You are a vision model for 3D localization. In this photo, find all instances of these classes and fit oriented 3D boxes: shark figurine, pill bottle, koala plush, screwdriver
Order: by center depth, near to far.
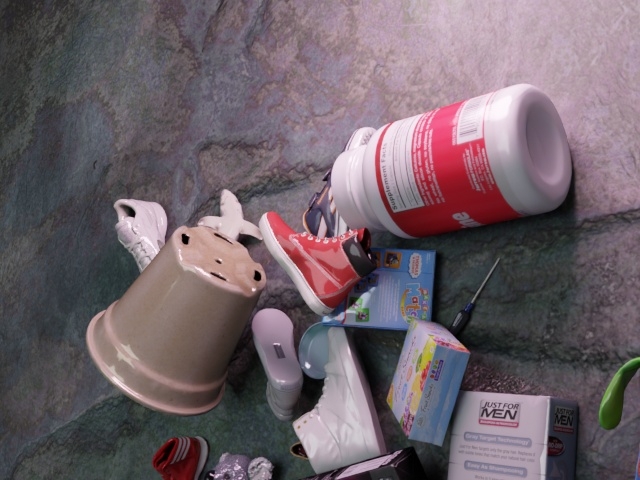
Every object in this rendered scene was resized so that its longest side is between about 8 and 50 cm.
[{"bbox_3d":[0.228,-0.128,1.707,0.408,0.229,0.229,-12,70,39],"label":"pill bottle"},{"bbox_3d":[0.289,0.106,1.726,0.170,0.024,0.025,-57,19,10],"label":"screwdriver"},{"bbox_3d":[-0.194,0.549,1.943,0.196,0.203,0.221,-17,45,50],"label":"koala plush"},{"bbox_3d":[-0.251,0.019,2.155,0.166,0.278,0.116,36,145,13],"label":"shark figurine"}]

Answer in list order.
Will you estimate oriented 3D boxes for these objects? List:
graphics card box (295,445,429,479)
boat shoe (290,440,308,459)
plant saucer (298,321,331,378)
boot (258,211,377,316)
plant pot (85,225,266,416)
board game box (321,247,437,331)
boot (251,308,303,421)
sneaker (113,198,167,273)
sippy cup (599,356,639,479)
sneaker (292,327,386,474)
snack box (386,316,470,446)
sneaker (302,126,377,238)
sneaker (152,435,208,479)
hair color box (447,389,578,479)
[{"bbox_3d":[0.054,0.538,1.704,0.371,0.094,0.232,-25,87,33],"label":"graphics card box"},{"bbox_3d":[-0.003,0.425,1.872,0.135,0.045,0.050,-15,68,38],"label":"boat shoe"},{"bbox_3d":[0.005,0.231,1.939,0.119,0.021,0.119,-14,69,39],"label":"plant saucer"},{"bbox_3d":[0.000,0.000,1.794,0.176,0.088,0.244,-45,65,15],"label":"boot"},{"bbox_3d":[-0.283,0.148,1.981,0.305,0.334,0.334,-56,49,22],"label":"plant pot"},{"bbox_3d":[0.115,0.094,1.808,0.212,0.039,0.160,3,78,13],"label":"board game box"},{"bbox_3d":[-0.096,0.264,1.971,0.258,0.095,0.123,-107,20,-55],"label":"boot"},{"bbox_3d":[-0.441,0.026,2.305,0.114,0.152,0.305,-38,57,25],"label":"sneaker"},{"bbox_3d":[0.554,0.300,1.314,0.305,0.240,0.224,-116,38,-78],"label":"sippy cup"},{"bbox_3d":[0.013,0.311,1.821,0.169,0.108,0.292,-19,64,12],"label":"sneaker"},{"bbox_3d":[0.188,0.246,1.657,0.207,0.070,0.174,-126,52,-81],"label":"snack box"},{"bbox_3d":[0.038,-0.081,1.930,0.128,0.126,0.321,8,84,37],"label":"sneaker"},{"bbox_3d":[-0.335,0.543,2.073,0.087,0.128,0.221,-1,76,42],"label":"sneaker"},{"bbox_3d":[0.312,0.444,1.544,0.185,0.114,0.374,-3,76,41],"label":"hair color box"}]
